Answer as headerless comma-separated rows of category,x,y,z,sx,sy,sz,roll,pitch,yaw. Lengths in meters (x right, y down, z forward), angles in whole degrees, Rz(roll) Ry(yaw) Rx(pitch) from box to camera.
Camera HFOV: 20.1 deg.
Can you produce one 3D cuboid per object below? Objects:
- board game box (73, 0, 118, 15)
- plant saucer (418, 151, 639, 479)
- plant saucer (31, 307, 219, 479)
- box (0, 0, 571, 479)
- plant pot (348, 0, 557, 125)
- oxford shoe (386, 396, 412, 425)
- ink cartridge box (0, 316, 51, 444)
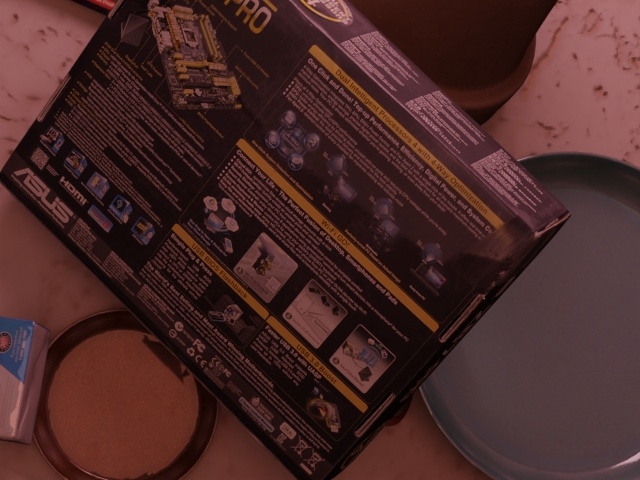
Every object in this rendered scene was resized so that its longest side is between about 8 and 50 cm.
board game box,-0.228,-0.298,1.657,0.281,0.027,0.145,23,79,-3
plant saucer,0.226,0.079,1.637,0.318,0.044,0.317,2,82,-12
plant saucer,-0.174,0.145,1.602,0.168,0.029,0.168,1,82,-5
box,-0.042,-0.038,1.500,0.395,0.097,0.318,44,119,11
plant pot,0.116,-0.252,1.536,0.263,0.229,0.263,17,55,-25
oxford shoe,0.000,0.000,1.618,0.130,0.123,0.348,-13,89,24
ink cartridge box,-0.334,0.111,1.562,0.180,0.060,0.104,8,81,8
